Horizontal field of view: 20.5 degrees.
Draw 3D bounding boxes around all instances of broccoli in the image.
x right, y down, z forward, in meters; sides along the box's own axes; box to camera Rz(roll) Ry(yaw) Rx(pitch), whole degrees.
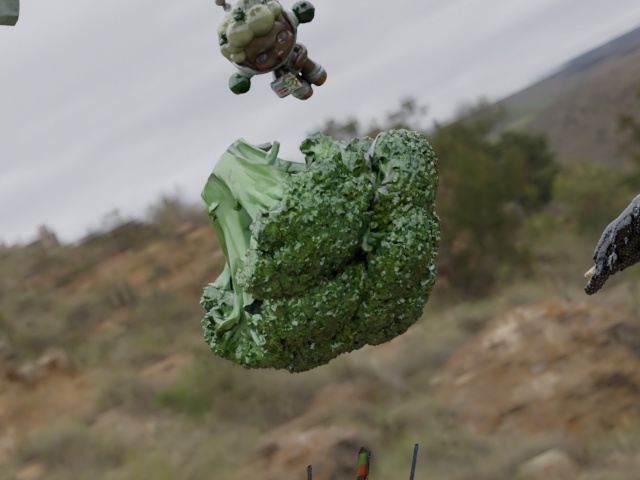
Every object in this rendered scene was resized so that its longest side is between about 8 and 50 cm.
[{"bbox_3d":[-0.005,0.006,2.196,0.310,0.321,0.413,6,19,12],"label":"broccoli"}]

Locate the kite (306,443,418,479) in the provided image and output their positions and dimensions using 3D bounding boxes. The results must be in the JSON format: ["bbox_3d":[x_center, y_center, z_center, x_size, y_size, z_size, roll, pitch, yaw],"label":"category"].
[{"bbox_3d":[0.031,0.253,1.505,0.010,0.160,0.183,7,6,37],"label":"kite"}]

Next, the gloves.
[{"bbox_3d":[0.398,0.007,2.200,0.129,0.106,0.181,19,-26,-38],"label":"gloves"}]

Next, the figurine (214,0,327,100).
[{"bbox_3d":[-0.057,-0.236,2.196,0.147,0.197,0.093,-48,40,4],"label":"figurine"}]

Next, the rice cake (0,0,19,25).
[{"bbox_3d":[-0.353,-0.339,1.868,0.080,0.222,0.042,-1,11,-34],"label":"rice cake"}]
